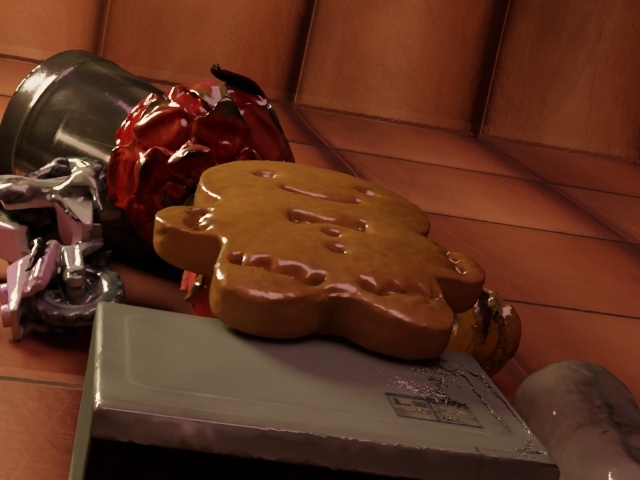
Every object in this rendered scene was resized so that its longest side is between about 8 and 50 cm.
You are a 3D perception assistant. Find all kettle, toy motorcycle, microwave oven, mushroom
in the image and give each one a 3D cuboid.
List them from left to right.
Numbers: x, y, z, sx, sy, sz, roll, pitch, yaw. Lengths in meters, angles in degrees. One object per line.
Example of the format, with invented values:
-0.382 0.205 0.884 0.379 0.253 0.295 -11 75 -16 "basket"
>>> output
-0.321 0.004 1.409 0.188 0.143 0.327 -7 35 -10 "toy motorcycle"
-0.220 -0.078 1.693 0.324 0.228 0.321 28 -2 25 "kettle"
-0.022 0.175 0.867 0.295 0.181 0.237 9 12 -12 "microwave oven"
0.259 0.193 1.144 0.177 0.126 0.397 18 11 -16 "mushroom"

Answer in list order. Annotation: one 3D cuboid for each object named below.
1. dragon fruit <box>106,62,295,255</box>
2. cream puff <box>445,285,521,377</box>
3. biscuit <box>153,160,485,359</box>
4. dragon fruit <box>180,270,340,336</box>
-0.120 -0.082 1.438 0.233 0.234 0.293 13 24 8 "dragon fruit"
0.165 0.105 1.430 0.104 0.119 0.133 28 15 -34 "cream puff"
0.000 -0.003 1.055 0.275 0.052 0.355 11 20 -5 "biscuit"
-0.027 0.062 1.251 0.227 0.224 0.224 17 13 -9 "dragon fruit"
